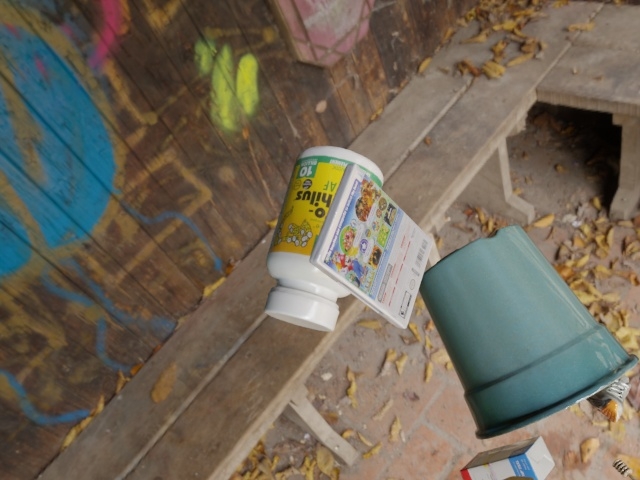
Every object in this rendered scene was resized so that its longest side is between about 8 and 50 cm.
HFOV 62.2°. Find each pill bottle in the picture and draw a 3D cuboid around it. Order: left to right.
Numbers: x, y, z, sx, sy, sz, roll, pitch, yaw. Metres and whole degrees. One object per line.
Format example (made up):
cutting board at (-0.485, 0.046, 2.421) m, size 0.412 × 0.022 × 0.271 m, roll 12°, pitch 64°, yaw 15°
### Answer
pill bottle at (0.000, 0.000, 0.658) m, size 0.117 × 0.117 × 0.209 m, roll 6°, pitch 72°, yaw 32°

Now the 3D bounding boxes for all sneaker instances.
sneaker at (0.772, 0.400, 1.417) m, size 0.099 × 0.262 × 0.121 m, roll 44°, pitch 98°, yaw 20°

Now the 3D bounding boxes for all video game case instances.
video game case at (0.047, 0.008, 0.431) m, size 0.011 × 0.122 × 0.087 m, roll 0°, pitch 60°, yaw 45°

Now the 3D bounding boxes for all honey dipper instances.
honey dipper at (0.787, 0.605, 1.297) m, size 0.030 × 0.030 × 0.161 m, roll -33°, pitch 33°, yaw -3°

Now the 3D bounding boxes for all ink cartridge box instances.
ink cartridge box at (0.446, 0.573, 1.328) m, size 0.231 × 0.134 × 0.078 m, roll -33°, pitch 72°, yaw 33°

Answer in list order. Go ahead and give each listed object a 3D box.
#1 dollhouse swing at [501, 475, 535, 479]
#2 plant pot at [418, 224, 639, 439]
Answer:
dollhouse swing at (0.310, 0.664, 0.996) m, size 0.304 × 0.347 × 0.315 m, roll -9°, pitch 88°, yaw 4°
plant pot at (0.386, 0.169, 1.088) m, size 0.341 × 0.341 × 0.334 m, roll -28°, pitch 72°, yaw 2°
